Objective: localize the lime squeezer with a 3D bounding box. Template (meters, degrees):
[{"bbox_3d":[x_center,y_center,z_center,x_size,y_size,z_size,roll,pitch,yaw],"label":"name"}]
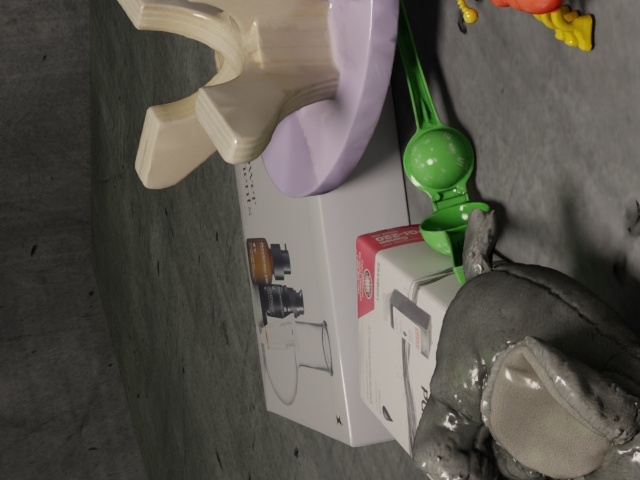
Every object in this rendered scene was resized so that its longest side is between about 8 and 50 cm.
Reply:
[{"bbox_3d":[0.086,-0.057,0.948,0.110,0.058,0.310,45,-154,-41],"label":"lime squeezer"}]

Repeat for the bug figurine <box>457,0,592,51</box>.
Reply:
[{"bbox_3d":[0.146,-0.243,0.717,0.216,0.072,0.279,-140,45,-64],"label":"bug figurine"}]

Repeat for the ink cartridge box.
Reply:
[{"bbox_3d":[0.106,0.093,0.960,0.218,0.092,0.159,-141,45,-62],"label":"ink cartridge box"}]

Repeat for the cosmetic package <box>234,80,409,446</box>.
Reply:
[{"bbox_3d":[0.000,0.000,1.251,0.284,0.097,0.377,176,86,-70],"label":"cosmetic package"}]

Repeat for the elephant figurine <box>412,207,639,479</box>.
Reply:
[{"bbox_3d":[0.174,0.099,0.704,0.169,0.186,0.239,-58,24,-15],"label":"elephant figurine"}]

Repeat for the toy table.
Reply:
[{"bbox_3d":[-0.054,-0.149,1.005,0.252,0.160,0.274,45,133,47],"label":"toy table"}]
